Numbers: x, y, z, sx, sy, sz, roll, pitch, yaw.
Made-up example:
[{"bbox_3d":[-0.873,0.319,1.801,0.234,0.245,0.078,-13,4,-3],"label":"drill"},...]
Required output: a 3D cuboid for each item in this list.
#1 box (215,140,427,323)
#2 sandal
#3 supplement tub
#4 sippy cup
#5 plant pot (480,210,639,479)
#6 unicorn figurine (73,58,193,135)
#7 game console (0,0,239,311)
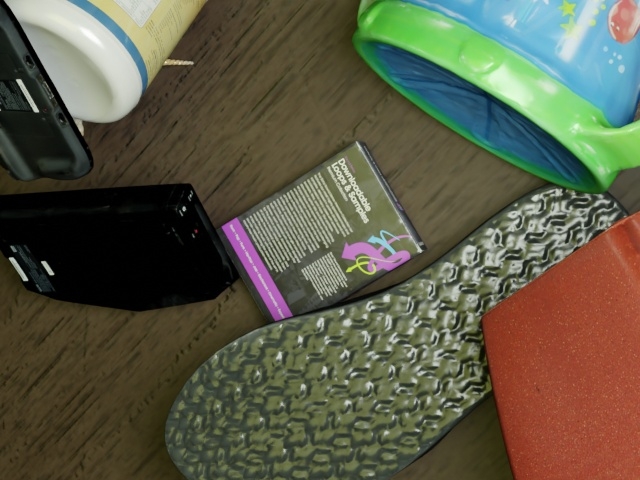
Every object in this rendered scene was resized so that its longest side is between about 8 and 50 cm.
[{"bbox_3d":[0.000,0.000,1.261,0.162,0.029,0.116,-31,85,19],"label":"box"},{"bbox_3d":[0.078,0.103,1.216,0.445,0.107,0.167,-27,84,6],"label":"sandal"},{"bbox_3d":[-0.178,-0.217,1.203,0.144,0.144,0.200,20,61,16],"label":"supplement tub"},{"bbox_3d":[0.179,-0.189,1.088,0.305,0.240,0.224,32,88,8],"label":"sippy cup"},{"bbox_3d":[0.276,0.092,1.000,0.236,0.267,0.267,61,145,10],"label":"plant pot"},{"bbox_3d":[-0.219,-0.156,1.305,0.162,0.060,0.111,31,104,14],"label":"unicorn figurine"},{"bbox_3d":[-0.225,-0.070,1.204,0.213,0.044,0.361,-2,134,26],"label":"game console"}]
